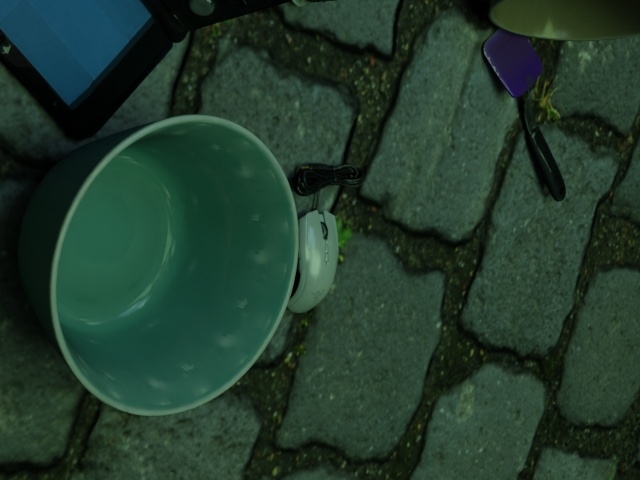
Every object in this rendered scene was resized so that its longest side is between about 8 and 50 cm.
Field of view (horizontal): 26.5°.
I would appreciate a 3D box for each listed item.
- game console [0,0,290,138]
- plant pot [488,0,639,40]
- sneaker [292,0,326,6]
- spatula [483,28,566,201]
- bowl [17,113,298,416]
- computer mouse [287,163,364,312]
[{"bbox_3d":[-0.199,-0.269,1.329,0.293,0.250,0.173,51,40,-41],"label":"game console"},{"bbox_3d":[0.353,-0.428,1.786,0.256,0.256,0.274,10,79,-45],"label":"plant pot"},{"bbox_3d":[0.030,-0.339,1.590,0.065,0.076,0.166,43,71,-43],"label":"sneaker"},{"bbox_3d":[0.304,-0.175,1.939,0.084,0.030,0.296,-46,129,-28],"label":"spatula"},{"bbox_3d":[-0.190,0.011,1.416,0.311,0.163,0.311,-16,113,-42],"label":"bowl"},{"bbox_3d":[0.000,0.000,1.685,0.106,0.042,0.193,-1,102,-45],"label":"computer mouse"}]
